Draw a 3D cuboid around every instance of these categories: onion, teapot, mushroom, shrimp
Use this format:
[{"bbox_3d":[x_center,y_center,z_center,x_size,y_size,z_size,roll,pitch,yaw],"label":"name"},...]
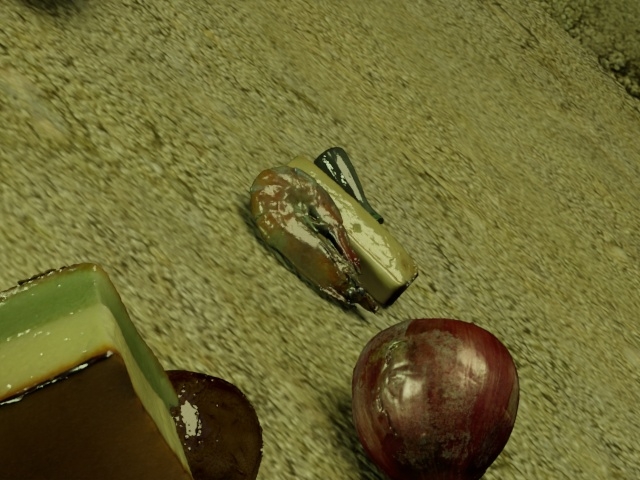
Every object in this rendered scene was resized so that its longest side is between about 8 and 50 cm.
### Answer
[{"bbox_3d":[0.105,0.166,1.331,0.159,0.159,0.195,24,52,-31],"label":"onion"},{"bbox_3d":[0.034,-0.054,1.691,0.043,0.043,0.110,3,49,-51],"label":"teapot"},{"bbox_3d":[-0.101,0.159,1.149,0.127,0.087,0.127,20,56,-33],"label":"mushroom"},{"bbox_3d":[0.000,0.000,1.533,0.101,0.042,0.190,-35,84,-36],"label":"shrimp"}]

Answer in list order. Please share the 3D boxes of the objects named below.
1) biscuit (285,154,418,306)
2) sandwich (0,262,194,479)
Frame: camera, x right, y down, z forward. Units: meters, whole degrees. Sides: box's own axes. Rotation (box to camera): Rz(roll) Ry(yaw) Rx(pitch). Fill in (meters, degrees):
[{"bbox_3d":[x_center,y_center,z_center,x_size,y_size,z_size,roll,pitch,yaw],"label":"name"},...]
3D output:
[{"bbox_3d":[0.024,-0.010,1.593,0.188,0.052,0.056,44,42,6],"label":"biscuit"},{"bbox_3d":[-0.210,0.140,0.994,0.108,0.220,0.186,-111,179,-48],"label":"sandwich"}]
